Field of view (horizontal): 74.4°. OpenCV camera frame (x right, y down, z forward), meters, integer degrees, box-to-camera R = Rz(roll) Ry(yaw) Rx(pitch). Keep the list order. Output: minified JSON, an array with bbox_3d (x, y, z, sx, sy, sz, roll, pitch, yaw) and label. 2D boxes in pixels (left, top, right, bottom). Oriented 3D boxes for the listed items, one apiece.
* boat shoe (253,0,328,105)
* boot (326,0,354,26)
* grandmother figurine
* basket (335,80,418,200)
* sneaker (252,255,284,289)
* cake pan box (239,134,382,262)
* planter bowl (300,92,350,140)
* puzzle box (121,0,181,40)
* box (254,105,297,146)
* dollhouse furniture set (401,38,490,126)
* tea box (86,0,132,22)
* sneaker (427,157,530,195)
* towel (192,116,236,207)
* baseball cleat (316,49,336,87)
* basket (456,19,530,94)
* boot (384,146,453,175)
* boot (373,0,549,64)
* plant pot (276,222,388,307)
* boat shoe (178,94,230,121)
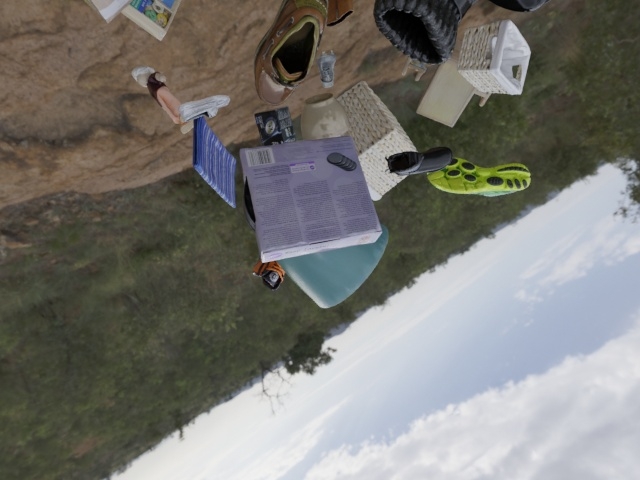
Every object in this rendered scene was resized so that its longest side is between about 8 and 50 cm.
[{"bbox_3d":[-0.075,-0.370,0.866,0.111,0.104,0.307,7,155,-17],"label":"boat shoe"},{"bbox_3d":[0.089,-0.962,1.522,0.096,0.280,0.264,1,174,-42],"label":"boot"},{"bbox_3d":[-0.669,-0.618,1.776,0.104,0.342,0.207,-37,166,-37],"label":"grandmother figurine"},{"bbox_3d":[0.189,-0.398,1.691,0.266,0.328,0.331,-36,147,21],"label":"basket"},{"bbox_3d":[-0.112,0.091,1.509,0.321,0.124,0.180,-14,-146,39],"label":"sneaker"},{"bbox_3d":[-0.030,-0.093,0.891,0.267,0.245,0.070,-11,157,-14],"label":"cake pan box"},{"bbox_3d":[0.006,-0.399,1.335,0.162,0.109,0.162,-11,-148,7],"label":"planter bowl"},{"bbox_3d":[-0.579,-0.899,1.389,0.272,0.408,0.052,28,149,-35],"label":"puzzle box"},{"bbox_3d":[-0.192,-0.477,1.828,0.147,0.180,0.078,7,-150,42],"label":"box"},{"bbox_3d":[0.523,-0.680,1.616,0.256,0.362,0.394,112,0,-59],"label":"dollhouse furniture set"},{"bbox_3d":[-0.583,-0.830,1.082,0.329,0.323,0.220,-45,-168,-4],"label":"tea box"},{"bbox_3d":[0.461,-0.174,1.257,0.296,0.109,0.123,5,168,0],"label":"sneaker"},{"bbox_3d":[-0.406,-0.306,1.657,0.040,0.243,0.336,-10,157,11],"label":"towel"},{"bbox_3d":[0.028,-0.608,1.507,0.072,0.109,0.206,-8,-165,6],"label":"baseball cleat"},{"bbox_3d":[0.401,-0.416,0.976,0.103,0.113,0.167,15,-174,41],"label":"basket"},{"bbox_3d":[0.179,-0.146,0.767,0.121,0.045,0.099,-11,179,18],"label":"boot"},{"bbox_3d":[0.267,-0.431,0.753,0.348,0.260,0.131,17,172,-19],"label":"boot"},{"bbox_3d":[0.000,0.000,1.163,0.293,0.235,0.293,-46,-163,18],"label":"plant pot"},{"bbox_3d":[-0.391,-0.452,1.449,0.184,0.063,0.066,-25,-175,-32],"label":"boat shoe"}]
